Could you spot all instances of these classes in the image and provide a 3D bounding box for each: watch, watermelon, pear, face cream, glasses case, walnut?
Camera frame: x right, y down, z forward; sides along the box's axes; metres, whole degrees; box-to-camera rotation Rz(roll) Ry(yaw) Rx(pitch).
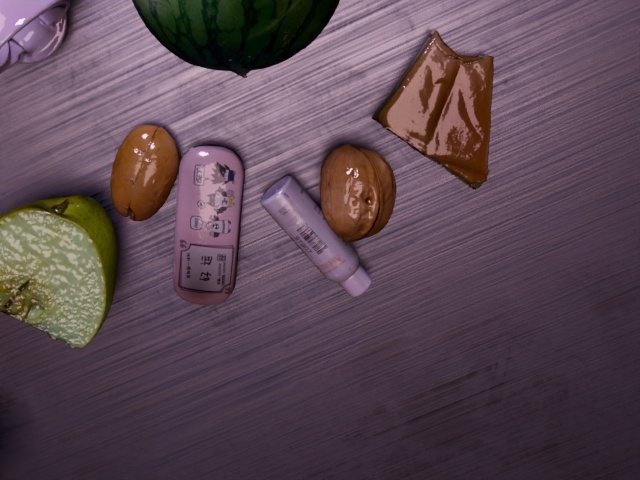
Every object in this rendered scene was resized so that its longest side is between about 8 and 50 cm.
[{"bbox_3d":[-0.489,-0.380,1.084,0.244,0.231,0.196,-39,106,14],"label":"watch"},{"bbox_3d":[-0.121,-0.424,1.037,0.363,0.363,0.363,-1,111,-3],"label":"watermelon"},{"bbox_3d":[-0.490,0.026,1.279,0.292,0.159,0.292,-2,112,-6],"label":"pear"},{"bbox_3d":[0.000,0.000,1.336,0.082,0.082,0.269,-38,107,11],"label":"face cream"},{"bbox_3d":[-0.210,-0.025,1.317,0.122,0.075,0.314,7,111,-4],"label":"glasses case"},{"bbox_3d":[0.068,-0.083,1.282,0.144,0.144,0.180,4,102,-5],"label":"walnut"}]

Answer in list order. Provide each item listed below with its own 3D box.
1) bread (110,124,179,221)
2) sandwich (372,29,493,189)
[{"bbox_3d":[-0.322,-0.117,1.278,0.114,0.077,0.189,18,106,-14],"label":"bread"},{"bbox_3d":[0.251,-0.236,1.271,0.245,0.063,0.212,31,105,-15],"label":"sandwich"}]
